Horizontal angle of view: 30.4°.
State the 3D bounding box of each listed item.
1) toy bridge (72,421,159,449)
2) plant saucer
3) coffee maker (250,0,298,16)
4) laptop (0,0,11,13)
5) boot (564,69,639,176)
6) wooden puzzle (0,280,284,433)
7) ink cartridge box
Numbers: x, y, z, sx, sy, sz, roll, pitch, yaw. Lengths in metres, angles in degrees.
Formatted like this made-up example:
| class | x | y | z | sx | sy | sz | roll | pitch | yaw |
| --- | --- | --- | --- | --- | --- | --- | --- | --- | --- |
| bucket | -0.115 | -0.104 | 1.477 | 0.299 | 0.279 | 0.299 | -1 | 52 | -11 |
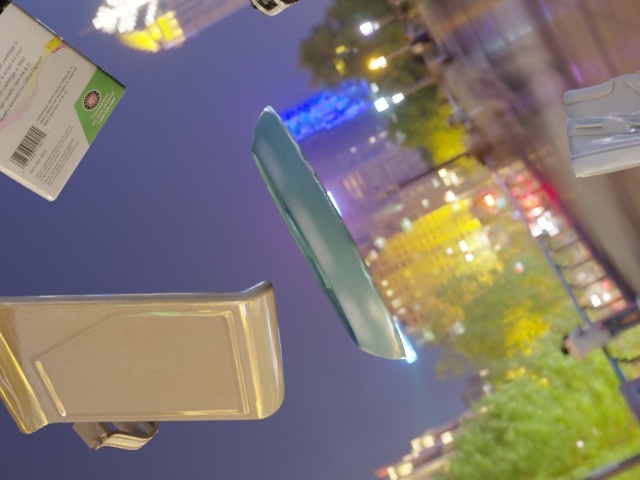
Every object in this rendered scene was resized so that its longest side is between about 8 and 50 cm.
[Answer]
| class | x | y | z | sx | sy | sz | roll | pitch | yaw |
| --- | --- | --- | --- | --- | --- | --- | --- | --- | --- |
| toy bridge | -0.202 | 0.186 | 1.230 | 0.063 | 0.026 | 0.188 | 49 | -168 | 0 |
| plant saucer | 0.000 | 0.000 | 1.304 | 0.317 | 0.044 | 0.317 | 62 | 177 | 6 |
| coffee maker | -0.019 | -0.457 | 1.935 | 0.171 | 0.178 | 0.120 | -36 | -72 | -39 |
| laptop | -0.461 | -0.245 | 1.267 | 0.136 | 0.234 | 0.264 | 51 | 149 | -13 |
| boot | 0.423 | -0.161 | 1.440 | 0.095 | 0.258 | 0.123 | -3 | -97 | -63 |
| wooden puzzle | -0.153 | 0.096 | 0.984 | 0.221 | 0.239 | 0.044 | 88 | 176 | -58 |
| ink cartridge box | -0.445 | -0.214 | 1.643 | 0.117 | 0.201 | 0.278 | 27 | 173 | 45 |
